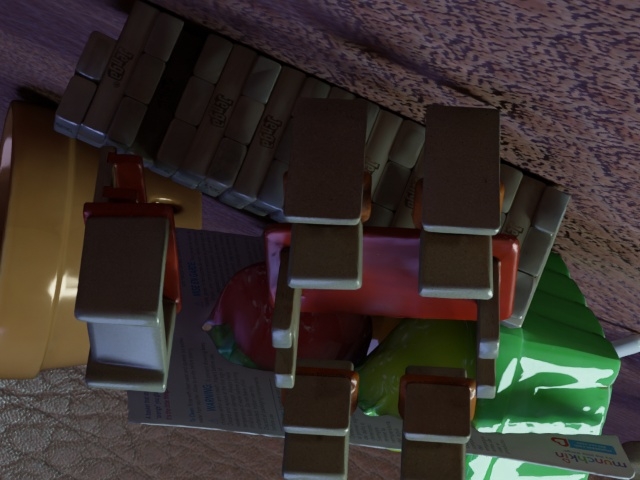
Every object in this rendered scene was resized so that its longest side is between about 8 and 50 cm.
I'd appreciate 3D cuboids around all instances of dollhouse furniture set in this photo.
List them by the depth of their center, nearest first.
[{"bbox_3d":[-0.011,0.018,1.110,0.259,0.135,0.262,3,141,2],"label":"dollhouse furniture set"}]

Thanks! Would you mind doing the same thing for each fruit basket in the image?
[{"bbox_3d":[0.025,0.083,1.371,0.353,0.165,0.327,1,-156,-10],"label":"fruit basket"}]

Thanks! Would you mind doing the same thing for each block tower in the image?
[{"bbox_3d":[0.000,-0.048,1.194,0.335,0.091,0.097,23,175,-7],"label":"block tower"}]

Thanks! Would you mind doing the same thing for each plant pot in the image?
[{"bbox_3d":[-0.242,0.011,1.926,0.203,0.291,0.291,8,178,-13],"label":"plant pot"}]

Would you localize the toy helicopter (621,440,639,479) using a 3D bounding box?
[{"bbox_3d":[0.554,0.306,2.346,0.355,0.140,0.235,10,161,20],"label":"toy helicopter"}]

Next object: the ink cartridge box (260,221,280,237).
[{"bbox_3d":[0.057,0.067,2.194,0.296,0.066,0.261,24,174,-9],"label":"ink cartridge box"}]

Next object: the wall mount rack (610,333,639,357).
[{"bbox_3d":[0.117,0.094,1.711,0.304,0.130,0.350,24,-169,22],"label":"wall mount rack"}]
